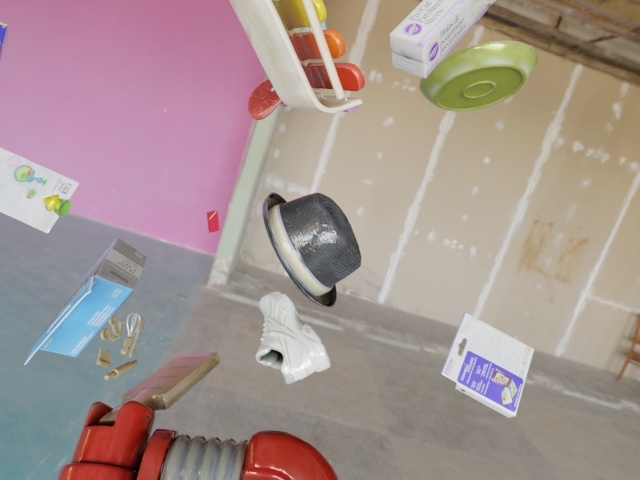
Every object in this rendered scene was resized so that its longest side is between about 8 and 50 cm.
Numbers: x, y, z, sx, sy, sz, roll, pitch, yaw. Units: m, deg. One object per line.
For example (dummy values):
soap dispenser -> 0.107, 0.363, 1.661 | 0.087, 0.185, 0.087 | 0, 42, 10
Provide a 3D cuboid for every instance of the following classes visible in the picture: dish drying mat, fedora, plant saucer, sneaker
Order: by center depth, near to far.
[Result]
sneaker -> -0.082, 0.181, 0.898 | 0.115, 0.090, 0.232 | -27, 34, -18
plant saucer -> 0.333, -0.333, 0.993 | 0.241, 0.037, 0.241 | -6, -11, -1
fedora -> 0.000, 0.000, 1.186 | 0.334, 0.153, 0.334 | 53, 18, -26
sneaker -> -0.114, -0.386, 1.287 | 0.087, 0.221, 0.128 | 24, -22, 18
dish drying mat -> -0.304, -0.053, 1.328 | 0.032, 0.083, 0.008 | -19, 55, -22

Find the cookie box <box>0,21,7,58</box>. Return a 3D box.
cookie box -> -0.834, -0.500, 1.153 | 0.092, 0.107, 0.040 | 11, -30, -31

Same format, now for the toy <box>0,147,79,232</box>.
toy -> -0.700, -0.117, 1.112 | 0.238, 0.136, 0.056 | 23, -13, 8

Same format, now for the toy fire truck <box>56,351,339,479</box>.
toy fire truck -> -0.091, 0.177, 0.359 | 0.217, 0.158, 0.246 | 5, 53, -2

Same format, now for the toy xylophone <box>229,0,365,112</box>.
toy xylophone -> -0.035, -0.305, 0.660 | 0.236, 0.081, 0.322 | 36, -22, 47

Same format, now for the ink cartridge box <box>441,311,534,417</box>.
ink cartridge box -> 0.438, 0.323, 1.238 | 0.209, 0.206, 0.045 | 29, -32, 8

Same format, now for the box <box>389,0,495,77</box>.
box -> 0.231, -0.390, 0.748 | 0.067, 0.324, 0.063 | 32, -19, 29

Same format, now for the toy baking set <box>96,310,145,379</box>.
toy baking set -> -0.630, 0.333, 1.514 | 0.030, 0.196, 0.256 | 1, -1, 11

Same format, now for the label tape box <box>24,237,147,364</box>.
label tape box -> -0.599, 0.167, 1.234 | 0.115, 0.249, 0.347 | 39, 8, -23

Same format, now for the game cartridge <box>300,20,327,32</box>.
game cartridge -> -0.020, -0.579, 1.299 | 0.083, 0.055, 0.017 | -24, -33, 27
